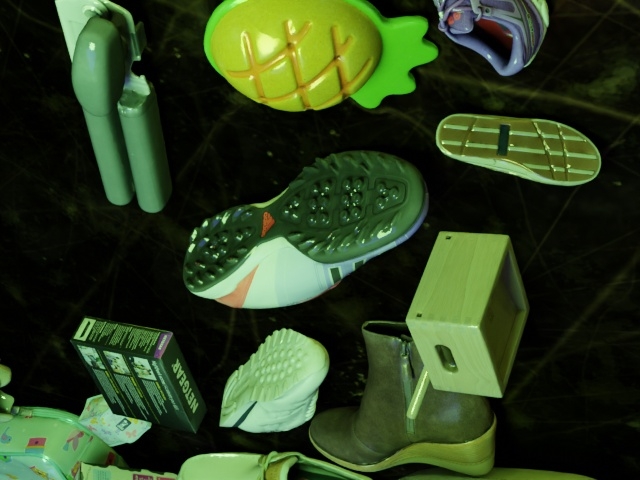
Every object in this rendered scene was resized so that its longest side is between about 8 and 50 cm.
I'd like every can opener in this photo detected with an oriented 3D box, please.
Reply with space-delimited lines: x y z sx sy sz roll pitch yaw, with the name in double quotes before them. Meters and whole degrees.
"can opener" -0.196 -0.118 1.064 0.074 0.093 0.280 15 148 12

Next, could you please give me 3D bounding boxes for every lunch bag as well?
"lunch bag" -0.293 0.255 1.628 0.083 0.053 0.071 -19 128 34
"lunch bag" -0.421 0.365 1.797 0.224 0.108 0.279 0 138 33

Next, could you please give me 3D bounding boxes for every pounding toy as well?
"pounding toy" 0.131 0.086 1.086 0.100 0.130 0.141 4 140 27

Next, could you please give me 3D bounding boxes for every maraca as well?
"maraca" 0.000 -0.151 0.894 0.185 0.099 0.127 8 147 -21

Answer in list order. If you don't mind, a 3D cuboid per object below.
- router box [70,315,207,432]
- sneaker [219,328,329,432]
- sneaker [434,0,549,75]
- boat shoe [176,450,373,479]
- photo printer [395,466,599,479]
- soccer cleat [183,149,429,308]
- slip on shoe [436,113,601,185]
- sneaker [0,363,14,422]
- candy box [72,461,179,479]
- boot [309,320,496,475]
"router box" -0.236 0.179 1.499 0.133 0.046 0.179 9 142 20
"sneaker" -0.038 0.174 1.357 0.094 0.090 0.235 22 151 -18
"sneaker" 0.098 -0.185 0.808 0.170 0.071 0.068 39 142 -18
"boat shoe" -0.052 0.332 1.541 0.302 0.113 0.103 7 141 7
"photo printer" 0.184 0.320 1.262 0.256 0.107 0.307 -2 177 26
"soccer cleat" 0.000 0.000 1.097 0.116 0.109 0.318 25 149 -37
"slip on shoe" 0.163 -0.076 0.940 0.135 0.052 0.041 8 -178 9
"sneaker" -0.516 0.174 1.642 0.121 0.099 0.263 -7 133 1
"candy box" -0.265 0.416 1.694 0.233 0.071 0.159 12 128 -22
"boot" 0.076 0.168 1.290 0.248 0.090 0.207 2 127 30
